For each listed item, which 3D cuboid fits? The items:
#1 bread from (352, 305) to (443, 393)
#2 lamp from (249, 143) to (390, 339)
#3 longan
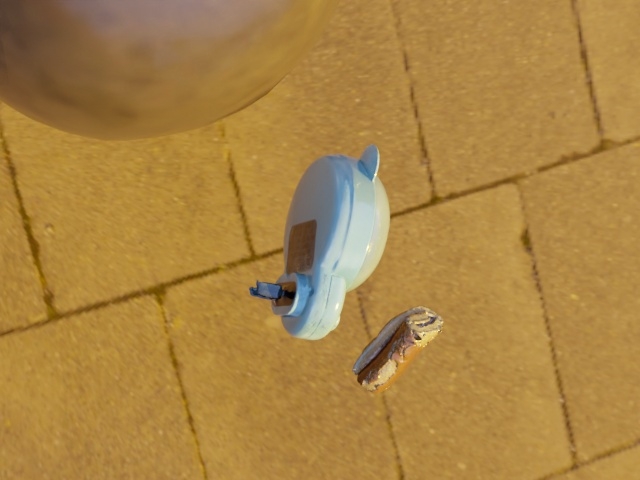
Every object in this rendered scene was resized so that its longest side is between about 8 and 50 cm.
[{"bbox_3d":[0.061,0.086,0.944,0.036,0.083,0.047,50,38,14],"label":"bread"},{"bbox_3d":[0.011,0.004,1.705,0.147,0.209,0.284,32,74,-15],"label":"lamp"},{"bbox_3d":[-0.095,-0.161,0.559,0.215,0.246,0.246,-11,101,-54],"label":"longan"}]
